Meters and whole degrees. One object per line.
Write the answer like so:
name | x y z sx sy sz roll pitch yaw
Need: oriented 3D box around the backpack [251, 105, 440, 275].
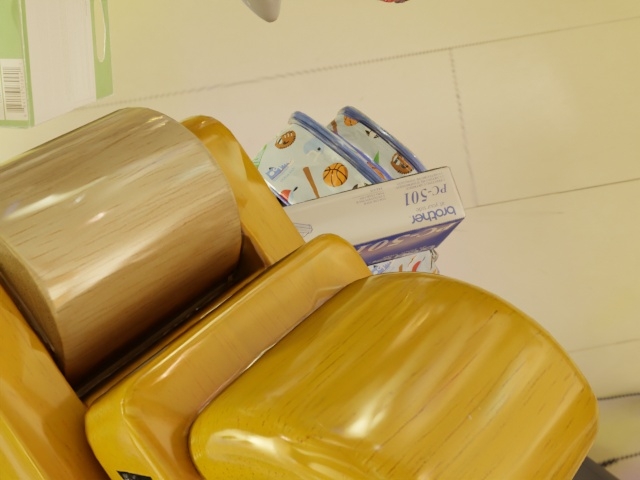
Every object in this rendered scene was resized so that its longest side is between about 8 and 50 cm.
backpack | 0.031 -0.036 1.110 0.276 0.263 0.213 35 88 24

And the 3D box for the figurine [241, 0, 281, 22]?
figurine | -0.045 -0.252 0.484 0.209 0.092 0.215 31 89 -41

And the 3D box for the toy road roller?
toy road roller | -0.027 0.069 0.436 0.202 0.241 0.329 -38 94 -43

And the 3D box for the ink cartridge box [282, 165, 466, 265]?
ink cartridge box | 0.000 0.000 0.704 0.207 0.097 0.046 -15 78 -9

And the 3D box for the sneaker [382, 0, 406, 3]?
sneaker | 0.019 -0.433 1.361 0.276 0.135 0.097 8 73 8

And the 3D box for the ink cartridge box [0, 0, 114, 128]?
ink cartridge box | -0.295 -0.225 0.987 0.056 0.235 0.171 2 107 6
